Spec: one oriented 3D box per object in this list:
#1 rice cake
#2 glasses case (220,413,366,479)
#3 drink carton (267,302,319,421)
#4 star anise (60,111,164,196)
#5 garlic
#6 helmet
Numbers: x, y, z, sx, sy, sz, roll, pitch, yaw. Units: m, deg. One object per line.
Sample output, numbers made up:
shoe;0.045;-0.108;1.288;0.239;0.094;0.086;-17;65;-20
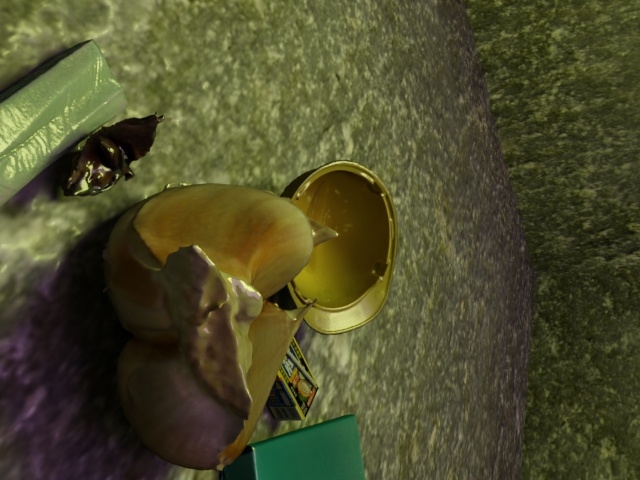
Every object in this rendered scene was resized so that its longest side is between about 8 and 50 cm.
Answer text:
rice cake;-0.262;-0.111;0.585;0.221;0.042;0.080;-64;142;-48
glasses case;-0.030;0.330;0.903;0.301;0.070;0.117;13;66;-59
drink carton;-0.061;0.175;0.887;0.165;0.056;0.071;67;29;-28
star anise;-0.207;-0.085;0.626;0.124;0.129;0.056;-45;108;-13
garlic;-0.105;0.071;0.668;0.286;0.250;0.313;60;12;-9
helmet;0.000;0.000;0.952;0.205;0.140;0.256;-13;109;-30
